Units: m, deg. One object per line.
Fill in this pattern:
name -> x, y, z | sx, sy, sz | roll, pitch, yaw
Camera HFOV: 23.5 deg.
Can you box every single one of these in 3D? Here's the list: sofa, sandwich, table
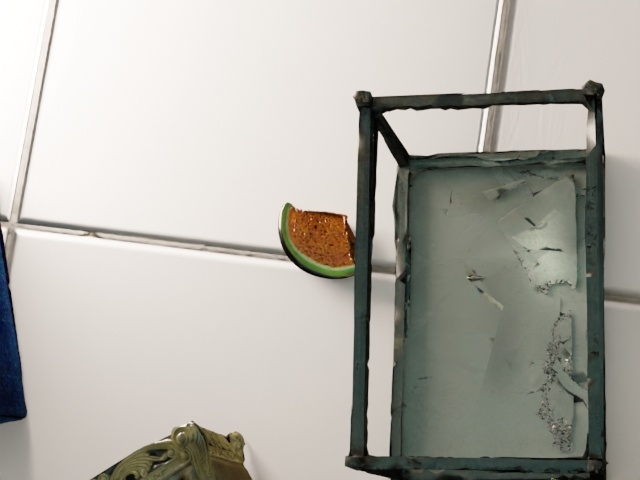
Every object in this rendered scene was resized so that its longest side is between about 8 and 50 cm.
sofa -> -0.145, 0.307, 1.473 | 0.258, 0.200, 0.182 | -32, 74, 3
sandwich -> 0.002, 0.004, 1.588 | 0.101, 0.026, 0.069 | 12, 78, 10
table -> 0.155, 0.053, 1.421 | 0.222, 0.272, 0.335 | -1, 80, 11

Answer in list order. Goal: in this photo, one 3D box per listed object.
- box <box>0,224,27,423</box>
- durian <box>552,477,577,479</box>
box -> -0.407, 0.046, 1.536 | 0.116, 0.261, 0.279 | -12, 78, 11
durian -> 0.317, 0.331, 1.348 | 0.163, 0.198, 0.394 | -43, 114, 9
